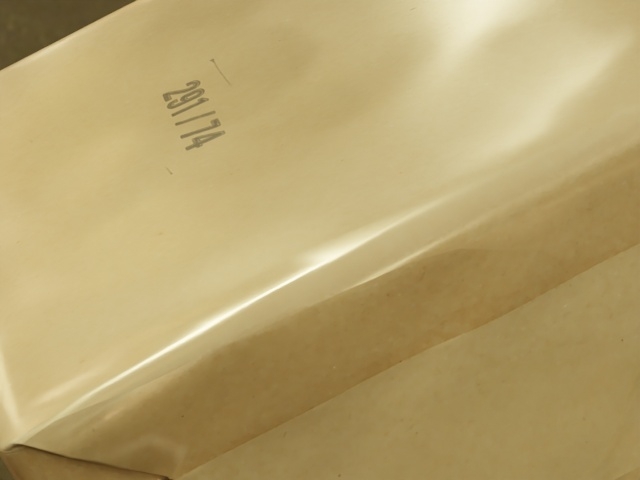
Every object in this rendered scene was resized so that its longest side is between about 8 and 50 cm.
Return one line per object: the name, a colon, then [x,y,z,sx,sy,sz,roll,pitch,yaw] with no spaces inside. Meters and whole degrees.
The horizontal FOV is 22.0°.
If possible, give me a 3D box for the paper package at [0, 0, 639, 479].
paper package: [0.000,0.000,0.713,0.309,0.168,0.325,-28,30,-6]
